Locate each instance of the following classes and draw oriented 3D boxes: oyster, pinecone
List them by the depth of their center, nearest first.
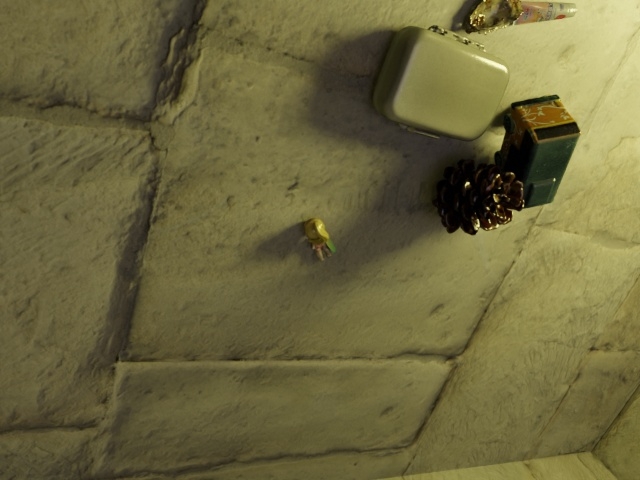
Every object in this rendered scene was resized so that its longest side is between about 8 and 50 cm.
[{"bbox_3d":[0.474,-0.624,1.438,0.177,0.056,0.105,-42,121,3],"label":"oyster"},{"bbox_3d":[0.485,-0.135,1.615,0.244,0.309,0.244,-5,98,-38],"label":"pinecone"}]

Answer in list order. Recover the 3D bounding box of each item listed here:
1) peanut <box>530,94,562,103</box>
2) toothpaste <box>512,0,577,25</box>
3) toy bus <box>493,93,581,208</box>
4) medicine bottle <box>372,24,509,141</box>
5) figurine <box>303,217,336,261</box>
[{"bbox_3d":[0.683,-0.411,1.655,0.175,0.080,0.080,-16,124,-12],"label":"peanut"},{"bbox_3d":[0.645,-0.660,1.507,0.195,0.043,0.067,-9,126,-13],"label":"toothpaste"},{"bbox_3d":[0.654,-0.260,1.610,0.162,0.194,0.323,-12,141,-4],"label":"toy bus"},{"bbox_3d":[0.339,-0.425,1.452,0.375,0.123,0.282,7,117,-29],"label":"medicine bottle"},{"bbox_3d":[0.000,0.000,1.587,0.083,0.083,0.187,-26,136,-8],"label":"figurine"}]
